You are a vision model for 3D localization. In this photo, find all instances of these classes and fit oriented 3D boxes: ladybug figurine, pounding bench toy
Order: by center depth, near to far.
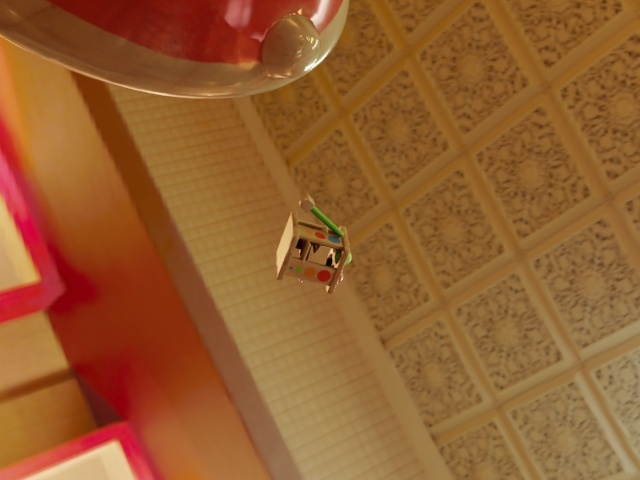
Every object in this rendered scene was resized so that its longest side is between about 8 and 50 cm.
[{"bbox_3d":[-0.150,-0.273,0.784,0.449,0.305,0.162,42,-39,21],"label":"ladybug figurine"},{"bbox_3d":[0.000,0.000,1.089,0.052,0.065,0.083,-97,-155,-60],"label":"pounding bench toy"}]
